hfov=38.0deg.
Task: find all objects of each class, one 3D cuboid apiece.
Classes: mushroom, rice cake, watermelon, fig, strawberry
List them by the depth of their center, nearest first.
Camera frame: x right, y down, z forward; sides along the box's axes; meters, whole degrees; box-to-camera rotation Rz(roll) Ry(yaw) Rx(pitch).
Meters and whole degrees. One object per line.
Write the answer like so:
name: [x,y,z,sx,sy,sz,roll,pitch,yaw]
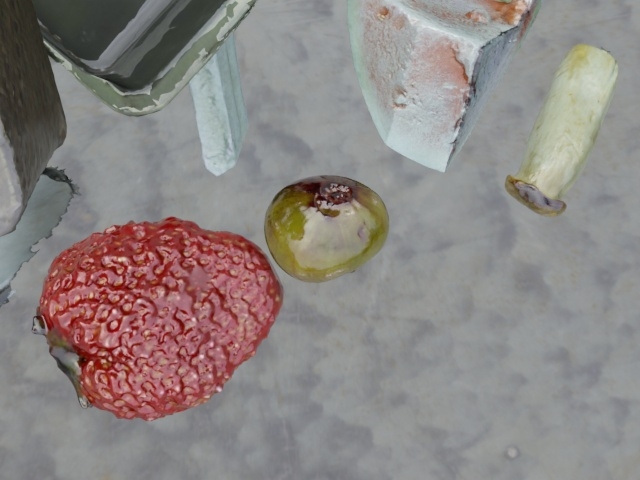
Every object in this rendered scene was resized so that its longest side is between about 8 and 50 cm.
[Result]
fig: [0.000,0.000,0.664,0.082,0.084,0.098,35,137,18]
rice cake: [-0.097,-0.170,0.810,0.040,0.085,0.226,-2,127,7]
strawberry: [-0.209,0.090,1.202,0.257,0.261,0.261,-25,107,36]
watermelon: [0.164,-0.289,1.285,0.289,0.213,0.320,43,84,-11]
mushroom: [0.372,-0.170,1.411,0.100,0.081,0.312,30,65,-2]

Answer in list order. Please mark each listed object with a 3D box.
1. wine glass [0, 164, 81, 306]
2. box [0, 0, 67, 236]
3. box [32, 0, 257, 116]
wine glass: [-0.330,-0.115,0.646,0.190,0.190,0.357,-38,80,5]
box: [-0.238,-0.131,0.396,0.184,0.143,0.273,-12,111,-4]
box: [-0.104,-0.245,0.601,0.220,0.166,0.290,43,105,-1]
